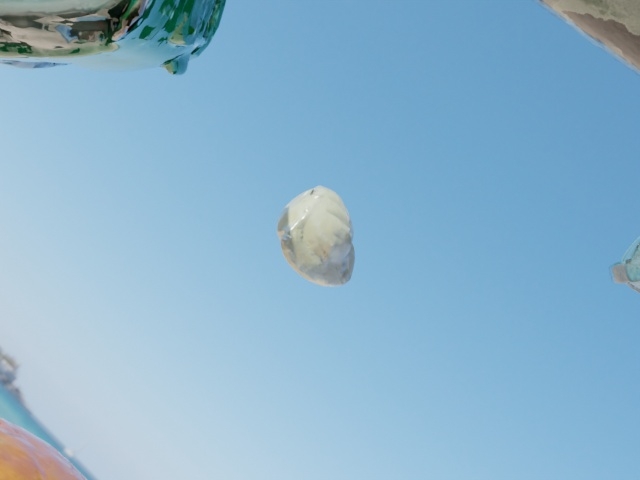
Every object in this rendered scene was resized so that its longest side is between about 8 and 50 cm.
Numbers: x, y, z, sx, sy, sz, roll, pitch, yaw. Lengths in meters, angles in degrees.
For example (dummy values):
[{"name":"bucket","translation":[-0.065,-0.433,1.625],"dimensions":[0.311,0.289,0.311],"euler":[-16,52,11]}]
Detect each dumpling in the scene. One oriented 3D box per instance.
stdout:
[{"name":"dumpling","translation":[0.001,-0.001,0.594],"dimensions":[0.059,0.043,0.077],"euler":[59,3,-12]}]

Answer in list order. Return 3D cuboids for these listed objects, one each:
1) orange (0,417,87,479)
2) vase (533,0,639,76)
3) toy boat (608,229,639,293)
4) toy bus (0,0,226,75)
[{"name":"orange","translation":[-0.187,0.177,0.326],"dimensions":[0.284,0.284,0.226],"euler":[14,-58,58]},{"name":"vase","translation":[0.057,-0.122,0.319],"dimensions":[0.211,0.060,0.060],"euler":[35,-18,-1]},{"name":"toy boat","translation":[0.368,0.008,0.910],"dimensions":[0.215,0.102,0.088],"euler":[-16,-94,27]},{"name":"toy bus","translation":[-0.199,-0.173,0.468],"dimensions":[0.343,0.184,0.199],"euler":[7,2,10]}]
